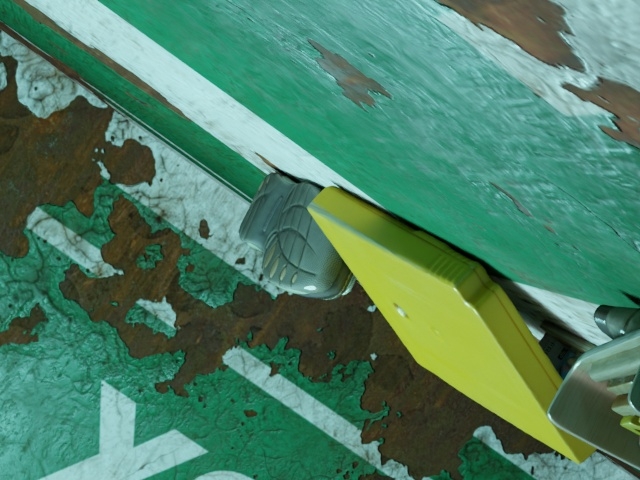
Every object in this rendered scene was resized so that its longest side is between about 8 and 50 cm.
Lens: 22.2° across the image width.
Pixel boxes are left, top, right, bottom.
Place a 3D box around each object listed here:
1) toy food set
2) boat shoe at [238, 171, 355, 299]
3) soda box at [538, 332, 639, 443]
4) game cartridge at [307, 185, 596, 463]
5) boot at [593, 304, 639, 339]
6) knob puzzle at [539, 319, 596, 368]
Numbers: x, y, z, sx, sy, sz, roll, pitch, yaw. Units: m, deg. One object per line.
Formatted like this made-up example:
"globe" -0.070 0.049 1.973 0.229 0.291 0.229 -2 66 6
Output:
"toy food set" 0.282 0.157 1.132 0.219 0.092 0.306 27 171 2
"boat shoe" 0.000 0.000 2.077 0.130 0.132 0.355 26 -171 -18
"soda box" 0.314 0.178 1.858 0.183 0.058 0.063 36 177 -29
"game cartridge" 0.146 0.087 1.802 0.323 0.052 0.285 28 158 55
"boot" 0.256 0.086 1.214 0.118 0.042 0.087 35 174 -42
"knob puzzle" 0.332 0.165 1.714 0.213 0.030 0.213 35 177 2
